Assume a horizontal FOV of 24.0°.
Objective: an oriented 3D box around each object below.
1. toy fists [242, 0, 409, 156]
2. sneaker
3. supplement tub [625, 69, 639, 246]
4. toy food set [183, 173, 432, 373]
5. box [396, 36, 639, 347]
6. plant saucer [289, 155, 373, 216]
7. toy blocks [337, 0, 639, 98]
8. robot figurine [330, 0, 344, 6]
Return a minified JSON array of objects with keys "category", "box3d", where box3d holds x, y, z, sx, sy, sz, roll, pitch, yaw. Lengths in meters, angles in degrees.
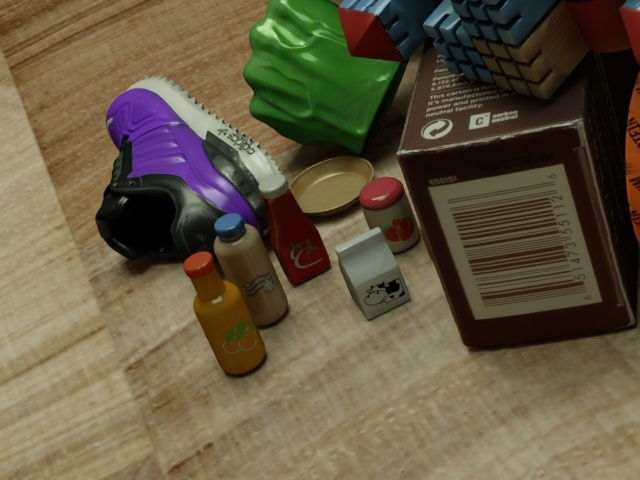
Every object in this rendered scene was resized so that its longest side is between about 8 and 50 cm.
[{"category":"toy fists","box3d":[0.029,-0.221,1.387,0.142,0.279,0.096,27,9,7]},{"category":"sneaker","box3d":[-0.154,-0.056,1.388,0.146,0.102,0.293,-35,35,-18]},{"category":"supplement tub","box3d":[0.385,-0.055,0.976,0.338,0.207,0.207,2,40,32]},{"category":"toy food set","box3d":[0.000,0.000,1.214,0.232,0.104,0.111,-26,33,-5]},{"category":"box","box3d":[0.173,-0.112,1.199,0.143,0.191,0.381,-9,36,18]},{"category":"plant saucer","box3d":[0.010,-0.046,1.356,0.083,0.015,0.083,-16,34,11]},{"category":"toy blocks","box3d":[0.170,-0.214,1.044,0.261,0.191,0.381,-48,39,-17]},{"category":"robot figurine","box3d":[0.105,-0.348,1.559,0.353,0.200,0.300,-37,-2,-20]}]
